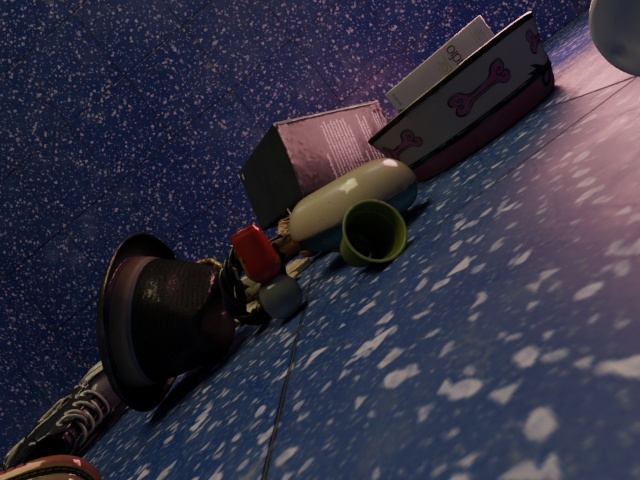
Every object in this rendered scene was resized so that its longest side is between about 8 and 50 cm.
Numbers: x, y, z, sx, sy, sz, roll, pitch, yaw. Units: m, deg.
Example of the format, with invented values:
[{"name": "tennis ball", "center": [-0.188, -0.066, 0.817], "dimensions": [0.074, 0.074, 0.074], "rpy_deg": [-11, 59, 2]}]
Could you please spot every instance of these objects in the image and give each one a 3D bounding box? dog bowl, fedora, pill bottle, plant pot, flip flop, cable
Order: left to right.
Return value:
[{"name": "fedora", "center": [-0.241, 0.128, 0.802], "dimensions": [0.153, 0.333, 0.334], "rpy_deg": [-7, 7, 3]}, {"name": "flip flop", "center": [-0.156, 0.086, 1.054], "dimensions": [0.112, 0.080, 0.277], "rpy_deg": [-40, 7, -21]}, {"name": "cable", "center": [-0.104, 0.071, 0.780], "dimensions": [0.047, 0.150, 0.184], "rpy_deg": [-4, -22, 21]}, {"name": "plant pot", "center": [0.059, 0.001, 0.597], "dimensions": [0.083, 0.083, 0.079], "rpy_deg": [-40, -7, -24]}, {"name": "dog bowl", "center": [0.308, -0.286, 0.995], "dimensions": [0.408, 0.150, 0.408], "rpy_deg": [-38, 5, 4]}, {"name": "pill bottle", "center": [0.366, -0.256, 0.439], "dimensions": [0.208, 0.119, 0.119], "rpy_deg": [-40, 5, -23]}]

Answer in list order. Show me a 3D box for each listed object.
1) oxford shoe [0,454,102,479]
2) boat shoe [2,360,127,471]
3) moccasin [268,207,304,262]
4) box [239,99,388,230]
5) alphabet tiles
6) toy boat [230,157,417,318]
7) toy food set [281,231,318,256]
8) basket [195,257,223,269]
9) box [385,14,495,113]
[{"name": "oxford shoe", "center": [-0.317, 0.315, 0.333], "dimensions": [0.348, 0.122, 0.130], "rpy_deg": [-38, 31, -20]}, {"name": "boat shoe", "center": [-0.493, 0.372, 0.961], "dimensions": [0.340, 0.127, 0.158], "rpy_deg": [-49, 16, -28]}, {"name": "moccasin", "center": [-0.106, -0.026, 1.595], "dimensions": [0.380, 0.147, 0.139], "rpy_deg": [-36, 5, 24]}, {"name": "box", "center": [-0.012, -0.289, 1.847], "dimensions": [0.472, 0.297, 0.480], "rpy_deg": [-19, -5, -27]}, {"name": "alphabet tiles", "center": [-0.145, 0.136, 1.098], "dimensions": [0.284, 0.021, 0.278], "rpy_deg": [-40, 7, -18]}, {"name": "toy boat", "center": [0.008, -0.007, 0.757], "dimensions": [0.318, 0.148, 0.268], "rpy_deg": [-32, 6, -33]}, {"name": "toy food set", "center": [0.000, 0.000, 1.097], "dimensions": [0.128, 0.071, 0.218], "rpy_deg": [-6, -4, -24]}, {"name": "basket", "center": [-0.450, 0.197, 1.622], "dimensions": [0.299, 0.213, 0.223], "rpy_deg": [-40, 4, -23]}, {"name": "box", "center": [0.379, -0.427, 1.302], "dimensions": [0.322, 0.232, 0.058], "rpy_deg": [-36, 4, 29]}]
